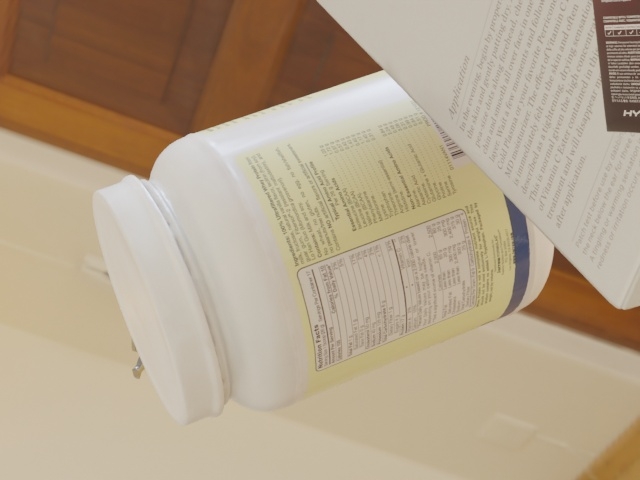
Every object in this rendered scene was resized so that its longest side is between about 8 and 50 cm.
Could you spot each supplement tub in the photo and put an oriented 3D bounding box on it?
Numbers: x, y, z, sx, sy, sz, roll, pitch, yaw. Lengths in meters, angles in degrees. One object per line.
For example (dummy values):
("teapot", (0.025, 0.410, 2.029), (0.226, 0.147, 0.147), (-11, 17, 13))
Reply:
("supplement tub", (0.000, 0.000, 0.984), (0.235, 0.324, 0.235), (57, 159, 36))

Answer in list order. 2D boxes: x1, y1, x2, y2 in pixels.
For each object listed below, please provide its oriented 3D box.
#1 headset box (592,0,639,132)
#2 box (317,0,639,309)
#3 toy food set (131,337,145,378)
("headset box", (0.102, -0.076, 0.316), (0.032, 0.062, 0.083), (8, 115, 51))
("box", (0.180, -0.147, 0.740), (0.345, 0.215, 0.168), (53, 143, 39))
("toy food set", (-0.185, 0.085, 1.319), (0.122, 0.019, 0.078), (-61, -20, -47))
